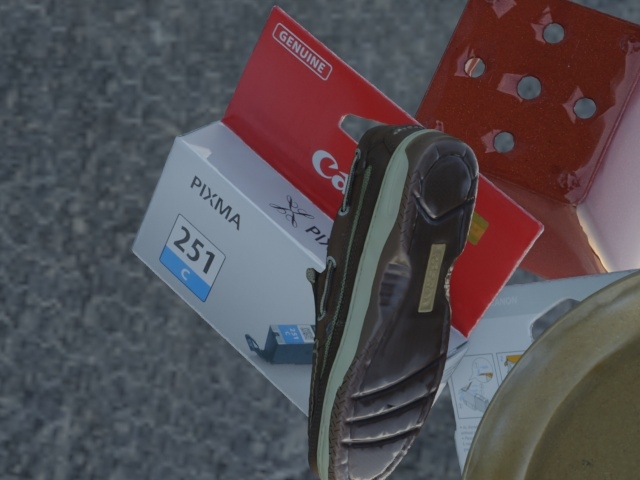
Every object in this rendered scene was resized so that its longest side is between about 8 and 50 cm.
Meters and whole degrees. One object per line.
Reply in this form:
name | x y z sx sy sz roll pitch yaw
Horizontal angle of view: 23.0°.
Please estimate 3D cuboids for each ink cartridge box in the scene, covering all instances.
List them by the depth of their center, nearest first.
ink cartridge box | 0.226 0.142 1.233 0.060 0.275 0.238 -11 91 -48
ink cartridge box | 0.000 0.000 1.287 0.066 0.296 0.261 -29 154 -48

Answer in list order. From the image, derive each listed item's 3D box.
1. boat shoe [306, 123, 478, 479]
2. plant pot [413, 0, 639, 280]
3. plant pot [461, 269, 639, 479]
boat shoe | 0.035 0.044 1.092 0.095 0.095 0.257 10 100 -43
plant pot | 0.225 -0.116 1.548 0.267 0.267 0.236 -65 160 -4
plant pot | 0.172 0.117 0.698 0.032 0.236 0.236 40 59 -47
